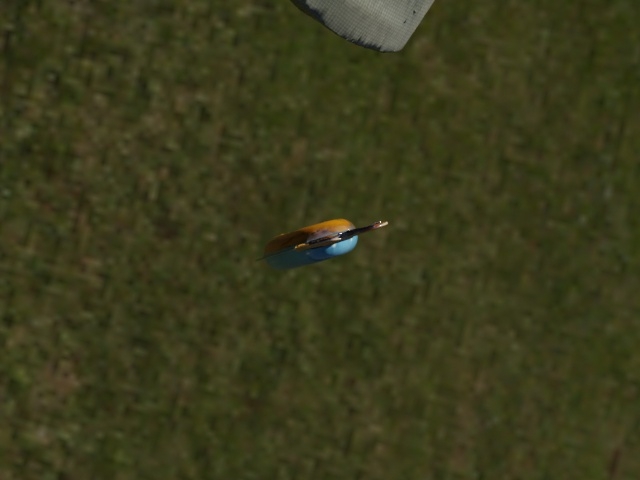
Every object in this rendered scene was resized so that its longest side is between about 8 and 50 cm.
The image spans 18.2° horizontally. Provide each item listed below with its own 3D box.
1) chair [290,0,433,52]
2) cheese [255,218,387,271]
[{"bbox_3d":[0.086,-0.302,1.330,0.319,0.186,0.160,-42,149,18],"label":"chair"},{"bbox_3d":[0.000,0.001,0.823,0.111,0.047,0.017,167,-96,-79],"label":"cheese"}]
